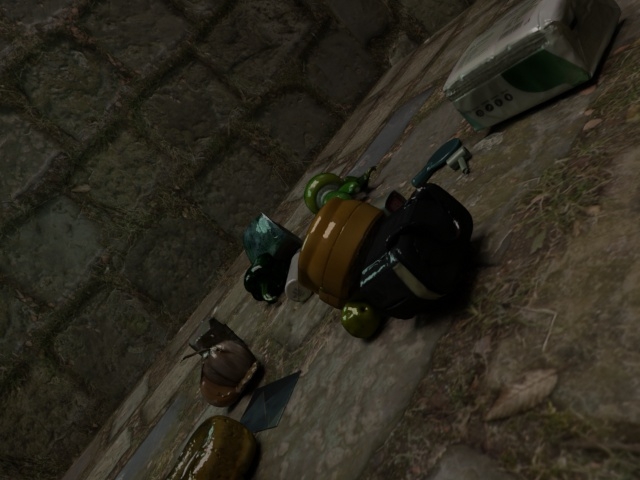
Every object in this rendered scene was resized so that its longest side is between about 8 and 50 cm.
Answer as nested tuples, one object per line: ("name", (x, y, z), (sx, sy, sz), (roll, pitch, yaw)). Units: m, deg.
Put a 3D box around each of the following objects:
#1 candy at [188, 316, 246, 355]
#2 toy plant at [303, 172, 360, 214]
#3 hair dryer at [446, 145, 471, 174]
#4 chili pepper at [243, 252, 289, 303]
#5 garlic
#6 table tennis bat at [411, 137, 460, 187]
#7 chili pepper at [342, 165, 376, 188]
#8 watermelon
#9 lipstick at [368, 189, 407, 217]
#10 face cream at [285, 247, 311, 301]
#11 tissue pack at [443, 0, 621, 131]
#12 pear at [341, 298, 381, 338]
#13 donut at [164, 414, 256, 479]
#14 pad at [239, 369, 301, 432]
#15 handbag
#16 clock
("candy", (-0.391, 0.381, 1.849), (0.137, 0.185, 0.195), (-50, 13, -21))
("toy plant", (0.059, -0.154, 1.974), (0.224, 0.184, 0.316), (-54, 28, 9))
("hair dryer", (0.380, -0.203, 1.341), (0.063, 0.038, 0.124), (-43, 22, 28))
("chili pepper", (-0.213, 0.155, 1.950), (0.173, 0.165, 0.261), (-34, 19, 12))
("garlic", (-0.284, 0.387, 1.494), (0.207, 0.257, 0.207), (-10, 63, 19))
("table tennis bat", (0.351, -0.239, 1.520), (0.201, 0.033, 0.124), (-48, 12, -6))
("chili pepper", (0.154, -0.244, 2.039), (0.084, 0.076, 0.359), (-30, 9, -10))
("watermelon", (-0.197, 0.018, 2.208), (0.258, 0.228, 0.387), (-22, -26, -32))
("lipstick", (0.169, -0.077, 1.554), (0.077, 0.079, 0.253), (-58, 15, -25))
("face cream", (-0.065, 0.104, 1.769), (0.092, 0.092, 0.311), (-44, 14, 19))
("tissue pack", (0.524, -0.469, 1.257), (0.266, 0.194, 0.356), (-55, 17, -24))
("pear", (0.090, 0.180, 1.117), (0.092, 0.092, 0.097), (-57, -26, -29))
("donut", (-0.259, 0.537, 1.149), (0.208, 0.128, 0.261), (-33, 23, 48))
("pad", (-0.147, 0.438, 1.319), (0.243, 0.004, 0.164), (-35, 20, 44))
("handbag", (0.202, 0.023, 0.989), (0.181, 0.181, 0.254), (-45, 12, 50))
("clock", (0.051, 0.025, 1.192), (0.317, 0.200, 0.244), (70, -136, -73))
